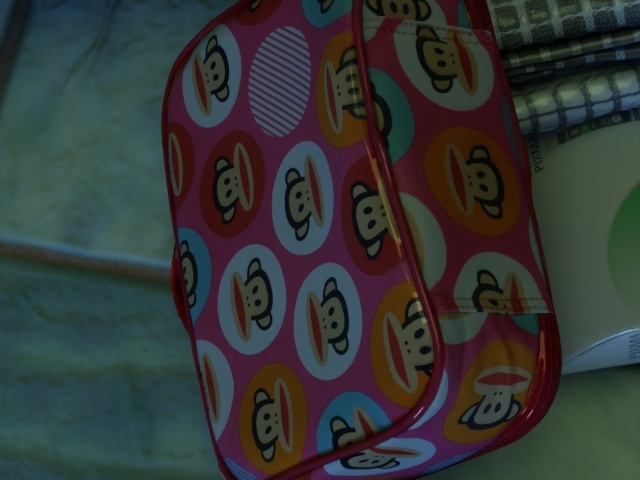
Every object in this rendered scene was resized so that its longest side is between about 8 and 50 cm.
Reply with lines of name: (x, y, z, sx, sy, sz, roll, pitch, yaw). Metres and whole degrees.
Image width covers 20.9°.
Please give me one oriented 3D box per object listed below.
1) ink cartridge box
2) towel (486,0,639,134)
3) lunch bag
ink cartridge box: (0.151, -0.009, 1.043, 0.224, 0.056, 0.181, -8, 55, 2)
towel: (0.180, -0.219, 1.075, 0.235, 0.121, 0.284, -12, 56, 3)
lunch bag: (0.000, 0.000, 0.996, 0.120, 0.258, 0.293, 5, 67, -38)
